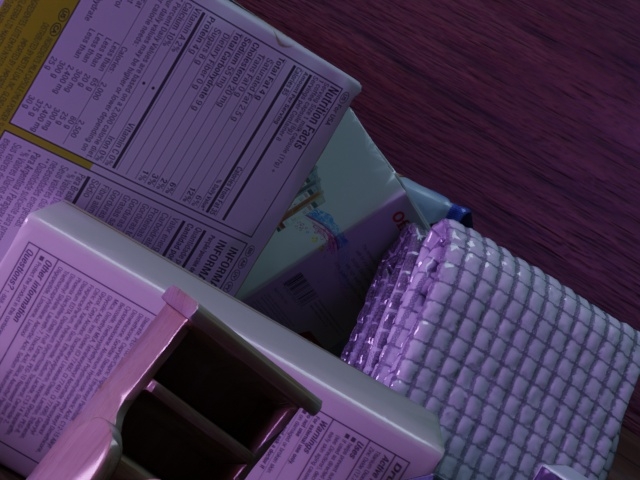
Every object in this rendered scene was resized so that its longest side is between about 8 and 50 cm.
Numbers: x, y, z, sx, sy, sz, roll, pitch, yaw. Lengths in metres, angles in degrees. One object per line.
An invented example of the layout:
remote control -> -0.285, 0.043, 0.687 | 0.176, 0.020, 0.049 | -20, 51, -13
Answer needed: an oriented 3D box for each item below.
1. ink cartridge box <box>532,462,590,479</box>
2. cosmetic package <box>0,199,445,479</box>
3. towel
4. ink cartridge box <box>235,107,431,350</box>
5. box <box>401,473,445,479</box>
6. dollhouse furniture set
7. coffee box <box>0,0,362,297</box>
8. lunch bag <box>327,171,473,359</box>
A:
ink cartridge box -> 0.252, 0.311, 0.971 | 0.333, 0.165, 0.065 | 32, 7, 28
cosmetic package -> -0.089, 0.118, 0.958 | 0.309, 0.160, 0.113 | 31, 7, -2
towel -> 0.118, 0.155, 1.154 | 0.235, 0.283, 0.121 | 31, -18, -24
ink cartridge box -> 0.000, 0.000, 1.239 | 0.128, 0.176, 0.127 | 56, 4, -49
box -> 0.085, 0.234, 0.643 | 0.233, 0.059, 0.183 | 40, 41, -44
dollhouse furniture set -> -0.045, 0.147, 0.723 | 0.212, 0.161, 0.242 | 42, -7, -31
coffee box -> -0.239, -0.100, 1.142 | 0.334, 0.338, 0.337 | 26, 9, -35
lunch bag -> -0.004, 0.044, 1.516 | 0.328, 0.239, 0.385 | 30, -7, 18
